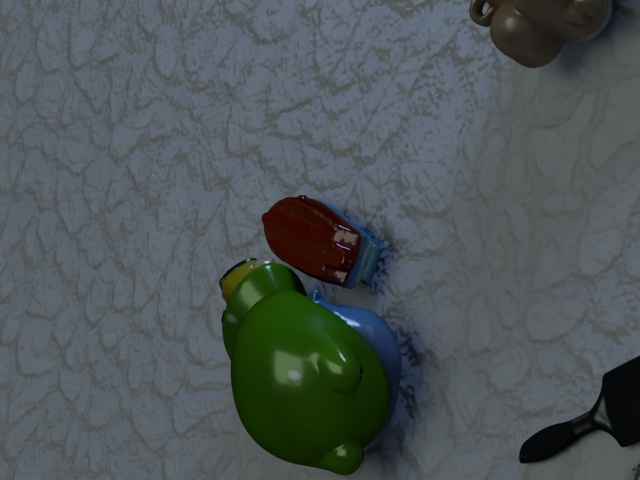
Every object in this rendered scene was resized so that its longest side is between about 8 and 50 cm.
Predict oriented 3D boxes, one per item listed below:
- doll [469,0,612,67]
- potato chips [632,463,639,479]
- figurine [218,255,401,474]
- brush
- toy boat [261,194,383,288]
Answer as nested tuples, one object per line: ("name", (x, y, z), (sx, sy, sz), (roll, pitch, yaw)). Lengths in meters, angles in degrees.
("doll", (0.233, -0.253, 1.358), (0.278, 0.119, 0.154), (-26, 62, 31))
("potato chips", (0.270, 0.225, 1.221), (0.228, 0.059, 0.167), (-49, 38, 28))
("figurine", (-0.024, 0.106, 1.530), (0.263, 0.143, 0.162), (-138, 46, -56))
("brush", (0.225, 0.135, 1.325), (0.193, 0.016, 0.063), (-32, 57, 39))
("toy boat", (0.000, 0.000, 1.586), (0.173, 0.058, 0.069), (26, 99, 55))
